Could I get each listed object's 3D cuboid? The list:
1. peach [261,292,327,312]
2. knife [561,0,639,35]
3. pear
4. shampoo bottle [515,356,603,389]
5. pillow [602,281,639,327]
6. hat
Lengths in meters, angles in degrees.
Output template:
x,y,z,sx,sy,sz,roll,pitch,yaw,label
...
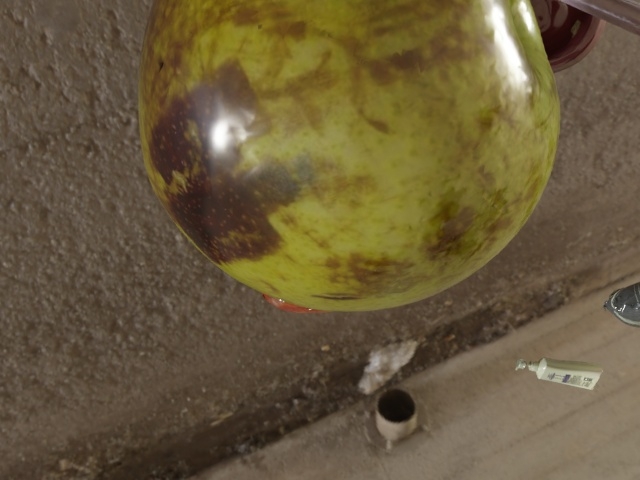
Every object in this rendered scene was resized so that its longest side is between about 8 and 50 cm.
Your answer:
x,y,z,sx,sy,sz,roll,pitch,yaw,label
0.000,0.000,1.029,0.231,0.231,0.231,-17,138,-16,peach
0.270,-0.211,0.630,0.132,0.398,0.038,-6,126,-42,knife
0.010,-0.089,0.456,0.283,0.284,0.284,-17,138,-16,pear
0.407,0.222,1.207,0.141,0.034,0.049,10,134,-1,shampoo bottle
0.527,0.086,0.932,0.161,0.335,0.093,10,84,-16,pillow
0.339,-0.358,1.100,0.205,0.089,0.206,3,113,6,hat
